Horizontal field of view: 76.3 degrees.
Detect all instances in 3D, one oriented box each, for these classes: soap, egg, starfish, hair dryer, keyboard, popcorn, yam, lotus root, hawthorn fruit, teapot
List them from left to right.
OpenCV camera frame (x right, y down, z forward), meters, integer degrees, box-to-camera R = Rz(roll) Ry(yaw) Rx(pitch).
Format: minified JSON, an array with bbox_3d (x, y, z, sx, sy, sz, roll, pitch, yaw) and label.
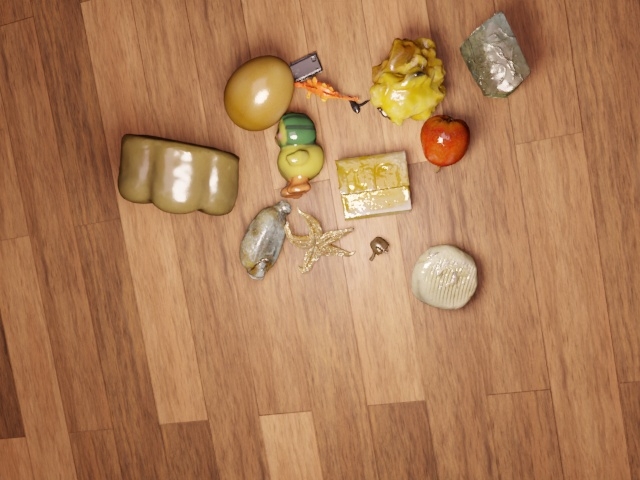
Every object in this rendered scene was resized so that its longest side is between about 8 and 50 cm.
[{"bbox_3d":[-0.242,-0.585,1.625,0.322,0.250,0.250,-40,87,32],"label":"egg"},{"bbox_3d":[-0.235,-0.013,1.717,0.175,0.175,0.349,23,90,7],"label":"lotus root"},{"bbox_3d":[-0.108,-0.708,1.719,0.230,0.025,0.093,-21,92,10],"label":"keyboard"},{"bbox_3d":[0.000,-0.002,1.713,0.302,0.060,0.299,0,113,-4],"label":"starfish"},{"bbox_3d":[0.162,-0.573,1.689,0.083,0.031,0.079,-26,80,-4],"label":"hair dryer"},{"bbox_3d":[0.213,-0.220,1.650,0.281,0.143,0.259,-9,95,4],"label":"soap"},{"bbox_3d":[0.229,0.041,1.692,0.080,0.085,0.110,45,119,5],"label":"teapot"},{"bbox_3d":[0.326,-0.602,1.545,0.297,0.281,0.315,-21,103,-7],"label":"popcorn"},{"bbox_3d":[0.474,-0.365,1.580,0.197,0.196,0.225,7,119,9],"label":"hawthorn fruit"},{"bbox_3d":[0.656,-0.672,1.523,0.201,0.202,0.271,-34,89,31],"label":"yam"}]

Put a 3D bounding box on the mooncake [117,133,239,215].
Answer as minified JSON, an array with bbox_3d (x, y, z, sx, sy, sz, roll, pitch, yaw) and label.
[{"bbox_3d":[-0.553,-0.263,1.617,0.467,0.467,0.262,13,102,8],"label":"mooncake"}]

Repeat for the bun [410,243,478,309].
[{"bbox_3d":[0.488,0.140,1.614,0.273,0.168,0.272,0,104,1],"label":"bun"}]

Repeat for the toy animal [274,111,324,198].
[{"bbox_3d":[-0.084,-0.349,1.662,0.191,0.216,0.338,-5,90,-18],"label":"toy animal"}]

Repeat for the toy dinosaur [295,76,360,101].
[{"bbox_3d":[0.015,-0.609,1.656,0.288,0.117,0.070,20,96,14],"label":"toy dinosaur"}]
